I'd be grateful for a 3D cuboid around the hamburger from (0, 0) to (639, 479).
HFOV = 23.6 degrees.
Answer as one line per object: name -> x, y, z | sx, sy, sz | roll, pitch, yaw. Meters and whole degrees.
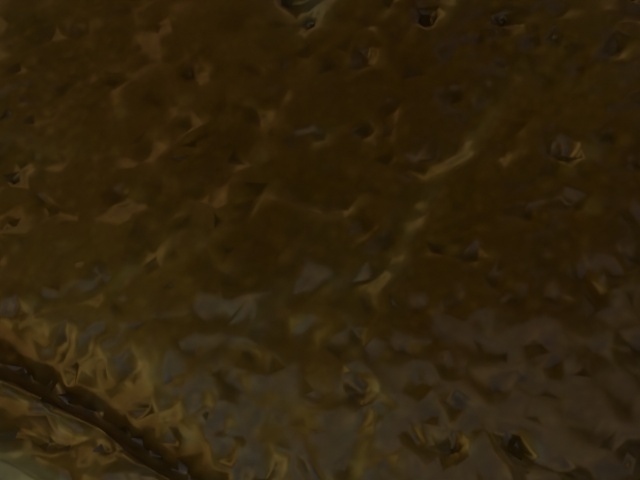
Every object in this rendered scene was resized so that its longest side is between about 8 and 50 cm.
hamburger -> 0.008, 0.000, 0.455 | 0.284, 0.304, 0.174 | -57, 164, -7
